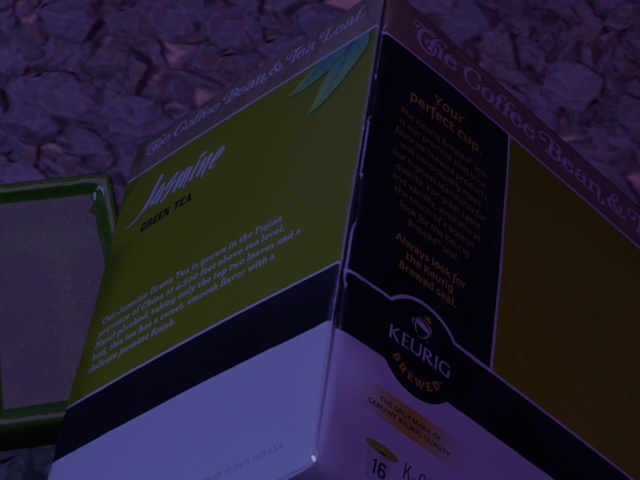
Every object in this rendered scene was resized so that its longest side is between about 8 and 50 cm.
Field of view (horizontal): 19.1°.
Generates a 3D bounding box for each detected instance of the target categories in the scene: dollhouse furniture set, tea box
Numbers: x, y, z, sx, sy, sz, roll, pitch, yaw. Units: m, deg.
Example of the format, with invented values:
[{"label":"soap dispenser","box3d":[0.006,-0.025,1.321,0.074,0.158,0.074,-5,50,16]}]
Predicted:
[{"label":"dollhouse furniture set","box3d":[-0.262,0.078,1.160,0.301,0.197,0.151,-7,71,-9]},{"label":"tea box","box3d":[0.055,0.103,1.054,0.329,0.220,0.323,38,43,-28]}]
